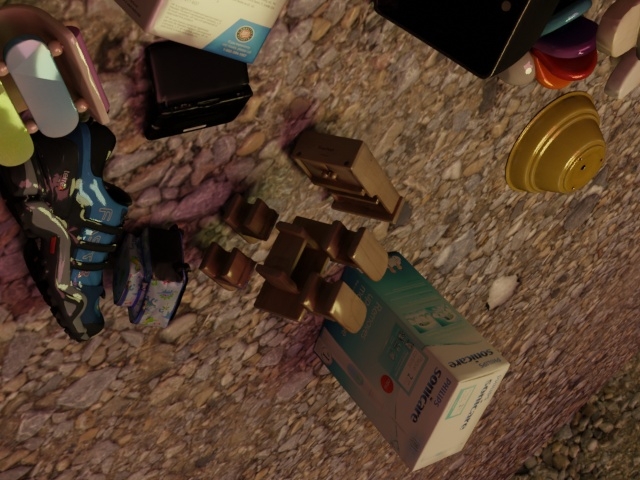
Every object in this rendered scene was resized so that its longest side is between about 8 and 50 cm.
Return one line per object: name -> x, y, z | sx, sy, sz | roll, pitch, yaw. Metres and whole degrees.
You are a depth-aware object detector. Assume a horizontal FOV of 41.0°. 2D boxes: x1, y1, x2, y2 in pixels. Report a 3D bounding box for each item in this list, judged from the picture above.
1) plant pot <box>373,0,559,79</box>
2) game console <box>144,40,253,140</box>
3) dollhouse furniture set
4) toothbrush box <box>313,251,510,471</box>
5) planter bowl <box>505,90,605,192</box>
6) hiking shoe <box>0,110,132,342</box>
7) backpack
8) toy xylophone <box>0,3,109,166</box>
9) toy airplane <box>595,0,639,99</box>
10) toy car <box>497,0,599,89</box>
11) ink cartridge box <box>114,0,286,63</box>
plant pot -> 0.211, -0.328, 1.058 | 0.167, 0.188, 0.187 | -18, 140, -51
game console -> -0.148, -0.179, 0.993 | 0.122, 0.071, 0.107 | -18, 169, -30
dollhouse furniture set -> 0.000, 0.000, 1.164 | 0.242, 0.212, 0.161 | -65, 147, -15
toothbrush box -> 0.142, 0.196, 1.434 | 0.126, 0.295, 0.216 | -12, 136, -38
planter bowl -> 0.446, -0.152, 1.543 | 0.217, 0.090, 0.217 | -27, 143, -23
hiking shoe -> -0.268, 0.000, 0.975 | 0.132, 0.113, 0.304 | -25, 142, -23
backpack -> -0.221, 0.050, 1.090 | 0.084, 0.105, 0.114 | 7, 126, -21
toy xylophone -> -0.365, -0.124, 0.755 | 0.323, 0.081, 0.236 | -31, 144, -6
toy airplane -> 0.488, -0.353, 1.087 | 0.384, 0.273, 0.385 | 24, 82, -48
toy car -> 0.344, -0.298, 1.242 | 0.159, 0.136, 0.182 | -33, 144, -14
ink cartridge box -> -0.094, -0.296, 0.853 | 0.148, 0.086, 0.203 | 7, 122, -49
